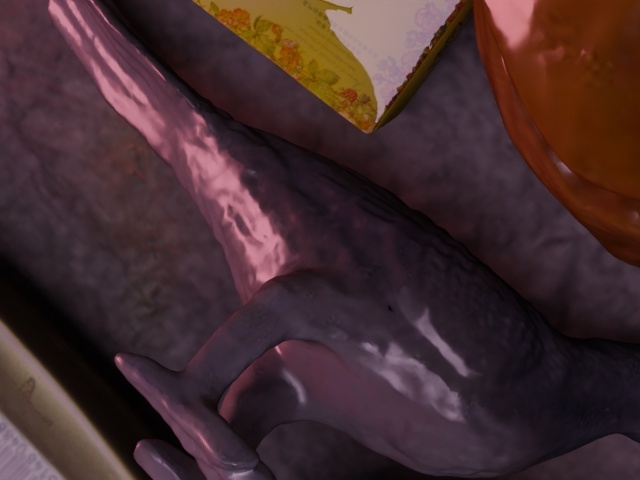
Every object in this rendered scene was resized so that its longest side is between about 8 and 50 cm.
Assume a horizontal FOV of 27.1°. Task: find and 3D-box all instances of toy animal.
[{"bbox_3d":[0.000,0.030,0.496,0.367,0.206,0.081,30,137,5],"label":"toy animal"}]

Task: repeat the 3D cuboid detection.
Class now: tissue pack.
[{"bbox_3d":[-0.017,-0.133,0.522,0.176,0.062,0.095,39,109,3],"label":"tissue pack"}]

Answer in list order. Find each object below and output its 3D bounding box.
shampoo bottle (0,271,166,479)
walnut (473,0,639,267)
[{"bbox_3d":[-0.196,0.051,0.599,0.350,0.084,0.125,44,106,1],"label":"shampoo bottle"},{"bbox_3d":[0.171,-0.143,0.407,0.209,0.209,0.336,30,97,5],"label":"walnut"}]
